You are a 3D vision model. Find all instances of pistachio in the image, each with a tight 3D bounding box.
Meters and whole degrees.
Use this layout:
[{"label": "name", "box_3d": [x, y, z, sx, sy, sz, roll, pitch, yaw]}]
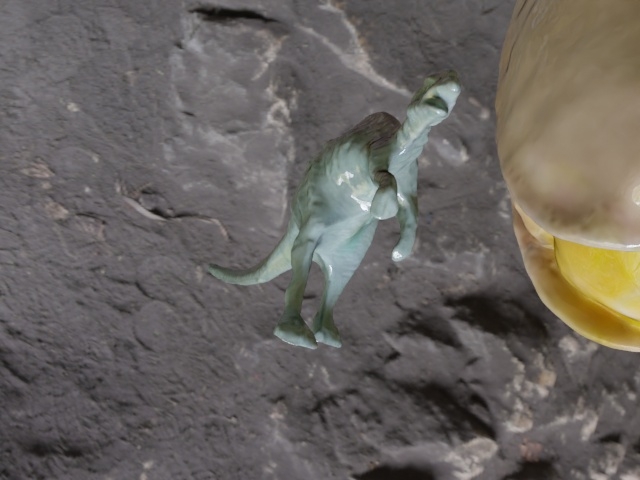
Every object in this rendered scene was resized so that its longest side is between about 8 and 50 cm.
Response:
[{"label": "pistachio", "box_3d": [0.206, -0.092, 0.461, 0.230, 0.230, 0.308, 48, 59, -39]}]

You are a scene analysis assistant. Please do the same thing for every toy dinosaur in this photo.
[{"label": "toy dinosaur", "box_3d": [0.000, 0.000, 0.717, 0.092, 0.393, 0.205, 17, 74, -20]}]
